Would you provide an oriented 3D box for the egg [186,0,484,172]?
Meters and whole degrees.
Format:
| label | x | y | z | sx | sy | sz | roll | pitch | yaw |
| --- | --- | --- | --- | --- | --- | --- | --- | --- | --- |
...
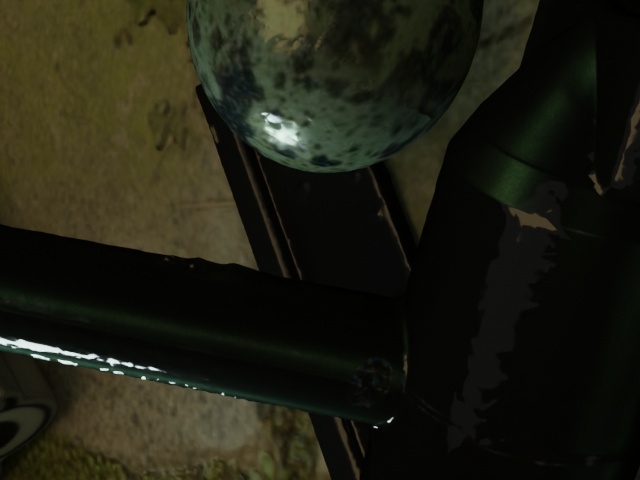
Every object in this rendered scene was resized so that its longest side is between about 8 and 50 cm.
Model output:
| label | x | y | z | sx | sy | sz | roll | pitch | yaw |
| --- | --- | --- | --- | --- | --- | --- | --- | --- | --- |
| egg | 0.008 | -0.116 | 0.669 | 0.132 | 0.132 | 0.172 | 6 | 86 | 39 |

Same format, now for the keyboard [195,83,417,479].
| label | x | y | z | sx | sy | sz | roll | pitch | yaw |
| --- | --- | --- | --- | --- | --- | --- | --- | --- | --- |
| keyboard | 0.017 | 0.042 | 0.748 | 0.101 | 0.018 | 0.309 | -29 | 76 | 36 |

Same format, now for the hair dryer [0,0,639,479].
| label | x | y | z | sx | sy | sz | roll | pitch | yaw |
| --- | --- | --- | --- | --- | --- | --- | --- | --- | --- |
| hair dryer | 0.000 | 0.000 | 0.592 | 0.302 | 0.116 | 0.244 | 10 | 111 | -6 |

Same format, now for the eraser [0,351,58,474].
| label | x | y | z | sx | sy | sz | roll | pitch | yaw |
| --- | --- | --- | --- | --- | --- | --- | --- | --- | --- |
| eraser | -0.280 | 0.022 | 0.946 | 0.171 | 0.087 | 0.290 | -47 | 65 | 34 |
